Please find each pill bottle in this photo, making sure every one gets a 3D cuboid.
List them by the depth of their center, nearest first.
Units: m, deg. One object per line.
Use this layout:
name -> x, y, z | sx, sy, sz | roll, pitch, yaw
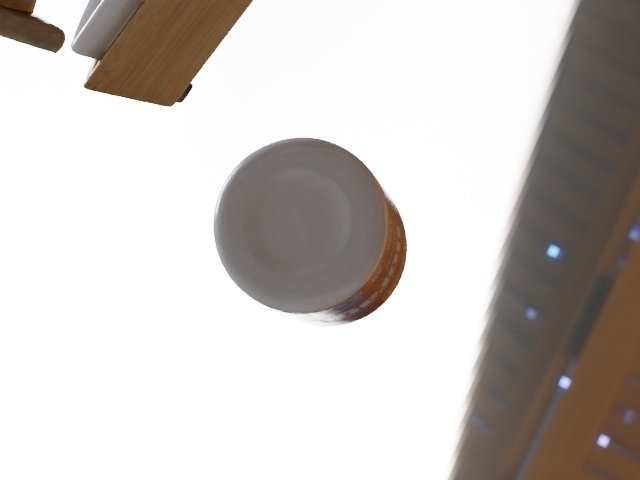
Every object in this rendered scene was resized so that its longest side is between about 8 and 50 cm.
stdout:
pill bottle -> 0.000, 0.000, 1.402 | 0.121, 0.121, 0.216 | 25, 178, 10

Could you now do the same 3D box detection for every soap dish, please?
soap dish -> -0.106, -0.274, 1.821 | 0.118, 0.291, 0.229 | 35, -161, -13

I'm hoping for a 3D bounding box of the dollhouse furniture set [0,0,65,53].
dollhouse furniture set -> -0.300, -0.364, 1.226 | 0.256, 0.362, 0.394 | 33, -167, 37
